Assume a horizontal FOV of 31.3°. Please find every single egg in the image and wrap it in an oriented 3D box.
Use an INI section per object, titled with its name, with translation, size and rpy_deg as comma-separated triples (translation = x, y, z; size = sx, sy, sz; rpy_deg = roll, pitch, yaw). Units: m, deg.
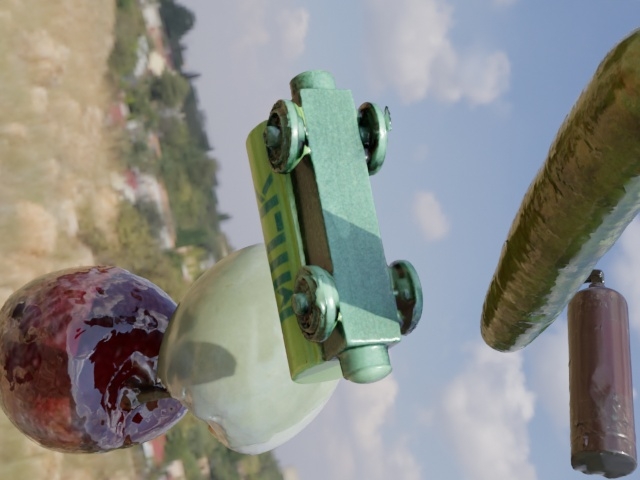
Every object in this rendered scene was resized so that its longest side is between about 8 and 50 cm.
[egg]
translation = -0.055, 0.098, 1.156
size = 0.183, 0.217, 0.183
rpy_deg = 39, -11, 9

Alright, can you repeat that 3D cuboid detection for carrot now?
[carrot]
translation = 0.160, -0.011, 0.740
size = 0.358, 0.074, 0.074
rpy_deg = 108, -29, -59

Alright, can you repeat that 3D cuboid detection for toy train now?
[toy train]
translation = 0.000, 0.000, 0.910
size = 0.157, 0.105, 0.253
rpy_deg = 134, -52, -60

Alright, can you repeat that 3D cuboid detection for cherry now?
[cherry]
translation = -0.266, 0.131, 1.304
size = 0.300, 0.230, 0.203
rpy_deg = 22, -55, 50

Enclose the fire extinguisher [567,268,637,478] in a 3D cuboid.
[fire extinguisher]
translation = 0.308, 0.135, 1.299
size = 0.072, 0.089, 0.268
rpy_deg = 48, 38, -43
